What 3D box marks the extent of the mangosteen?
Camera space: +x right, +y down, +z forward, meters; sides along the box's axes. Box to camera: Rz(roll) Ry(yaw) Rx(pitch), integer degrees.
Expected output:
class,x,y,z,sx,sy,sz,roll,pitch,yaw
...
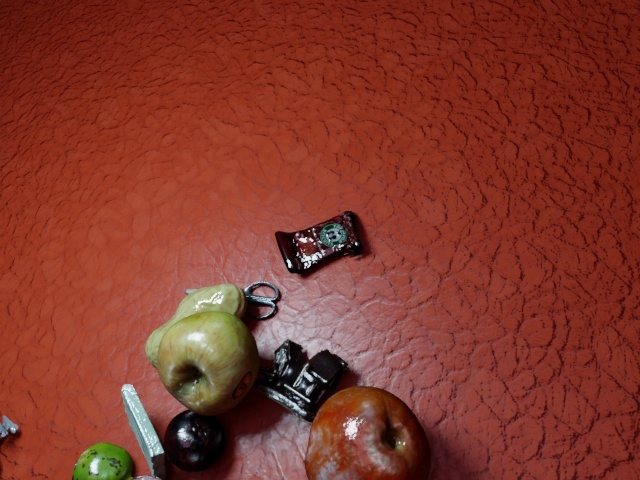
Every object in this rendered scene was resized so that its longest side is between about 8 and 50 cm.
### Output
class,x,y,z,sx,sy,sz,roll,pitch,yaw
mangosteen,-0.308,0.489,1.279,0.152,0.152,0.152,-6,62,12

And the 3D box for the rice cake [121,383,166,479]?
class,x,y,z,sx,sy,sz,roll,pitch,yaw
rice cake,-0.433,0.479,1.301,0.037,0.189,0.198,-21,49,-30

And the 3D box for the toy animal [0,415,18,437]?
class,x,y,z,sx,sy,sz,roll,pitch,yaw
toy animal,-0.917,0.562,1.429,0.206,0.081,0.367,-42,60,5

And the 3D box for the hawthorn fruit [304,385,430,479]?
class,x,y,z,sx,sy,sz,roll,pitch,yaw
hawthorn fruit,0.103,0.450,1.119,0.284,0.284,0.284,-6,62,12

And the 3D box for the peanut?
class,x,y,z,sx,sy,sz,roll,pitch,yaw
peanut,-0.336,0.223,1.419,0.319,0.147,0.147,-37,59,5

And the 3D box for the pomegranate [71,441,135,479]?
class,x,y,z,sx,sy,sz,roll,pitch,yaw
pomegranate,-0.531,0.577,1.295,0.169,0.122,0.143,20,68,25

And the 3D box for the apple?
class,x,y,z,sx,sy,sz,roll,pitch,yaw
apple,-0.264,0.286,1.259,0.261,0.260,0.194,0,19,16

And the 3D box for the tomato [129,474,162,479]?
class,x,y,z,sx,sy,sz,roll,pitch,yaw
tomato,-0.403,0.663,1.228,0.225,0.085,0.225,-3,70,7

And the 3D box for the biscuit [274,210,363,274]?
class,x,y,z,sx,sy,sz,roll,pitch,yaw
biscuit,0.001,0.005,1.480,0.235,0.063,0.151,-20,60,2

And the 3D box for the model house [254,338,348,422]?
class,x,y,z,sx,sy,sz,roll,pitch,yaw
model house,-0.049,0.325,1.287,0.203,0.141,0.164,22,81,28

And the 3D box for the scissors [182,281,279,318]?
class,x,y,z,sx,sy,sz,roll,pitch,yaw
scissors,-0.260,0.159,1.497,0.300,0.022,0.109,4,65,19
